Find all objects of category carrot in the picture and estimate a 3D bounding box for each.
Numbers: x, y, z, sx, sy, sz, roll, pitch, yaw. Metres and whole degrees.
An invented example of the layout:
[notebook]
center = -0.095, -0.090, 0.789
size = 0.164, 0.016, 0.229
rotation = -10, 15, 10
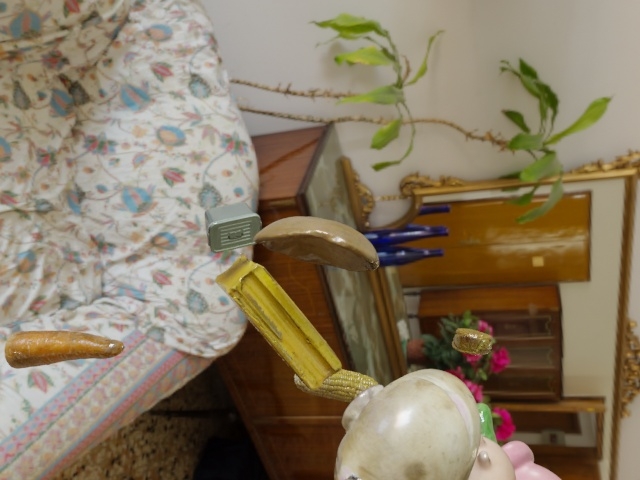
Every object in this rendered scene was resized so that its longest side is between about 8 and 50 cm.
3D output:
[carrot]
center = -0.396, 0.169, 0.911
size = 0.061, 0.210, 0.061
rotation = -6, 90, -71

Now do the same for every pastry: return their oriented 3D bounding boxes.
[pastry]
center = 0.392, 0.260, 1.499
size = 0.109, 0.097, 0.057
rotation = -158, -106, -68

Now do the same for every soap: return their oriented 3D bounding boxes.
[soap]
center = -0.101, 0.186, 1.342
size = 0.324, 0.096, 0.204
rotation = 52, -13, -15

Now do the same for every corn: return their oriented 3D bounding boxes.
[corn]
center = 0.051, 0.422, 1.685
size = 0.292, 0.101, 0.101
rotation = 18, 61, -31

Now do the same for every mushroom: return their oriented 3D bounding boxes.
[mushroom]
center = 0.114, 0.284, 0.790
size = 0.184, 0.255, 0.254
rotation = 44, -10, 35

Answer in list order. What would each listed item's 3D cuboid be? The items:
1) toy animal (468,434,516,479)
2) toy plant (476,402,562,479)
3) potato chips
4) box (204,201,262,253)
[toy animal]
center = 0.274, 0.440, 1.003
size = 0.165, 0.150, 0.247
rotation = -68, 161, -61
[toy plant]
center = 0.363, 0.510, 1.278
size = 0.356, 0.210, 0.317
rotation = 45, 6, 38
[potato chips]
center = 0.000, -0.001, 0.932
size = 0.195, 0.208, 0.061
rotation = 21, 74, -28
[box]
center = -0.195, -0.032, 1.264
size = 0.069, 0.123, 0.084
rotation = -124, -151, -44
